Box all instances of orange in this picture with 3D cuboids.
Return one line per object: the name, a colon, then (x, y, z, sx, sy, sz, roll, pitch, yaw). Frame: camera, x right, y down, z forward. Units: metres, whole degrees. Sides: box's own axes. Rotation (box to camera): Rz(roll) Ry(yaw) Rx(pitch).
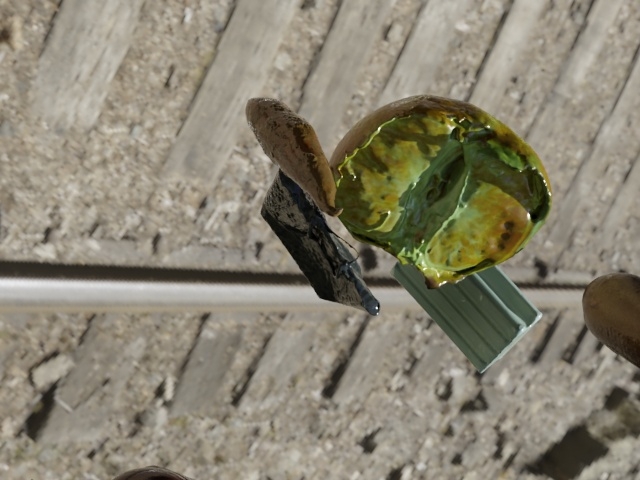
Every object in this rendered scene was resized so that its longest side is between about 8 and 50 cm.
orange: (0.181, -0.090, 1.615, 0.263, 0.334, 0.196, 118, -6, -49)

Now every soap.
soap: (0.268, 0.096, 2.020, 0.087, 0.265, 0.160, -30, 161, -39)

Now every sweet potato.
sweet potato: (-0.025, -0.095, 1.134, 0.068, 0.206, 0.060, 23, 115, -42)

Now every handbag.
handbag: (0.000, 0.000, 1.702, 0.088, 0.270, 0.175, -36, -172, -10)

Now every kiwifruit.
kiwifruit: (0.277, 0.071, 0.927, 0.075, 0.124, 0.075, -12, 120, -22)

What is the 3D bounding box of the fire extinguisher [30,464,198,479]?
fire extinguisher: (-0.146, 0.239, 0.907, 0.344, 0.138, 0.102, 68, 45, -72)
